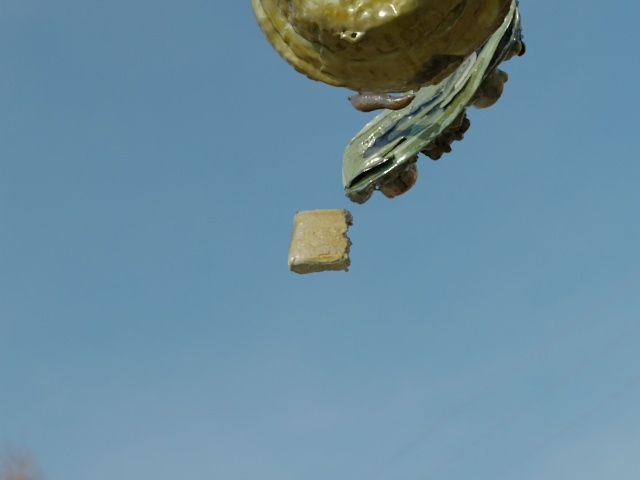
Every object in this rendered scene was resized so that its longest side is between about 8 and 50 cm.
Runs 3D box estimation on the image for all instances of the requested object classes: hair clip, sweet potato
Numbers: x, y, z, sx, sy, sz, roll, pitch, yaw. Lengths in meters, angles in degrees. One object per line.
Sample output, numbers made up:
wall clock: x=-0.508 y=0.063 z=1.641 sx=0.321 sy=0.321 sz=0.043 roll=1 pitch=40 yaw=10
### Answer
hair clip: x=0.152 y=-0.166 z=1.753 sx=0.091 sy=0.138 sz=0.321 roll=34 pitch=-65 yaw=-22
sweet potato: x=0.070 y=-0.167 z=1.719 sx=0.026 sy=0.026 sz=0.115 roll=14 pitch=-4 yaw=-42

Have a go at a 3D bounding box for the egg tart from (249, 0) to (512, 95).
egg tart: x=0.052 y=-0.277 z=1.381 sx=0.290 sy=0.290 sz=0.115 roll=-30 pitch=-1 yaw=22

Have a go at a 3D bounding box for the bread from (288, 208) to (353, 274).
bread: x=0.000 y=0.000 z=1.554 sx=0.070 sy=0.083 sz=0.035 roll=-6 pitch=-39 yaw=9
